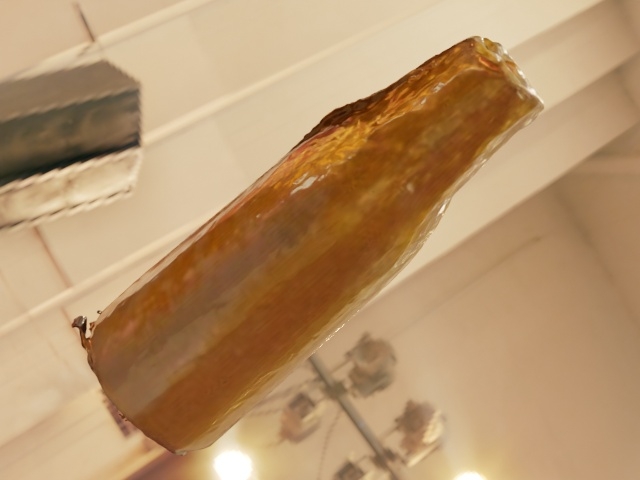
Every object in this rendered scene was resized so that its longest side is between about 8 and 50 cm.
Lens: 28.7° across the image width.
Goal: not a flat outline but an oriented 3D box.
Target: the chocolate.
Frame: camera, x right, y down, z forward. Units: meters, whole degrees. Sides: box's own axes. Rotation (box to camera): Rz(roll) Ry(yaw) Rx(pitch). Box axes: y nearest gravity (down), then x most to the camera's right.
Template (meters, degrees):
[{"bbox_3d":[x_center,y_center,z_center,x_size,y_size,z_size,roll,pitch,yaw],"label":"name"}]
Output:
[{"bbox_3d":[0.000,0.000,0.517,0.219,0.086,0.085,-39,-98,23],"label":"chocolate"}]
